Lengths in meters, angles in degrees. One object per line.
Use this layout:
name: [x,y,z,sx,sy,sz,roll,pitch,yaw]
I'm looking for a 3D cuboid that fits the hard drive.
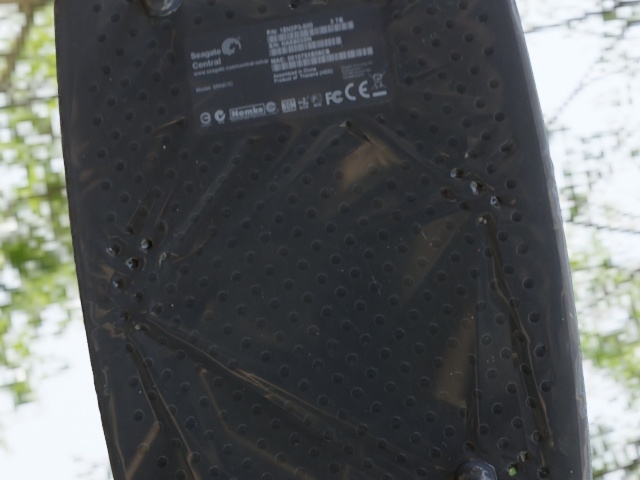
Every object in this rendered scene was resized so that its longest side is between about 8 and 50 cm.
hard drive: [0.000,0.000,0.670,0.054,0.172,0.254,51,29,-80]
